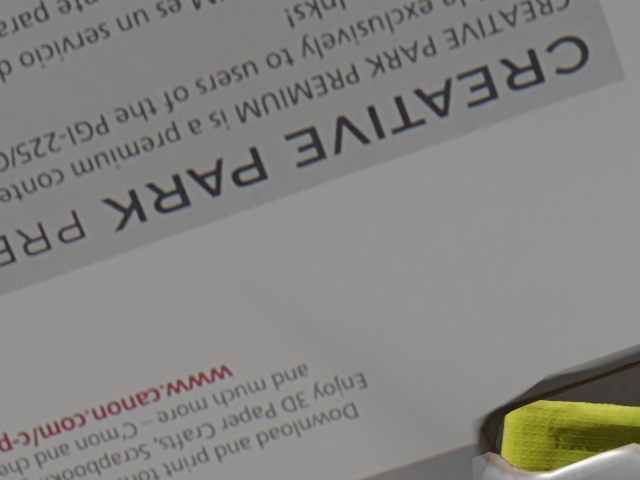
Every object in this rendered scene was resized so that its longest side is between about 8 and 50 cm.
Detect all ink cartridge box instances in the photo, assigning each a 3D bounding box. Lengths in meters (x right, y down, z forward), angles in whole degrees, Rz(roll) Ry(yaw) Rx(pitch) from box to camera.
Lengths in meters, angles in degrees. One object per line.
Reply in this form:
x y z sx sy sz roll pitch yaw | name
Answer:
0.023 -0.086 0.350 0.130 0.309 0.272 -76 146 -72 | ink cartridge box

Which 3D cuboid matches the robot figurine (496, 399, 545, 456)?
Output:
0.000 0.000 0.883 0.200 0.353 0.300 3 35 13 | robot figurine

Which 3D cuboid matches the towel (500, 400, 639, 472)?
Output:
0.112 0.185 0.801 0.102 0.237 0.021 4 3 -17 | towel
